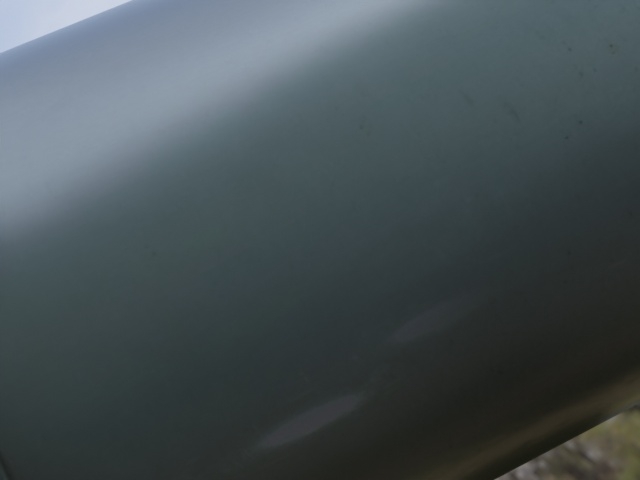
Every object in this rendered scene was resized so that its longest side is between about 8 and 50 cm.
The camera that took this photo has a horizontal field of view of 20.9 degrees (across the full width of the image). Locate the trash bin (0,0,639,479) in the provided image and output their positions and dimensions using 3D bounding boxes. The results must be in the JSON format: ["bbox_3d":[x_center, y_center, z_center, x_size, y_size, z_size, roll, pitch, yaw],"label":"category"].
[{"bbox_3d":[0.000,0.000,0.771,0.432,0.280,0.280,-25,-16,-1],"label":"trash bin"}]
